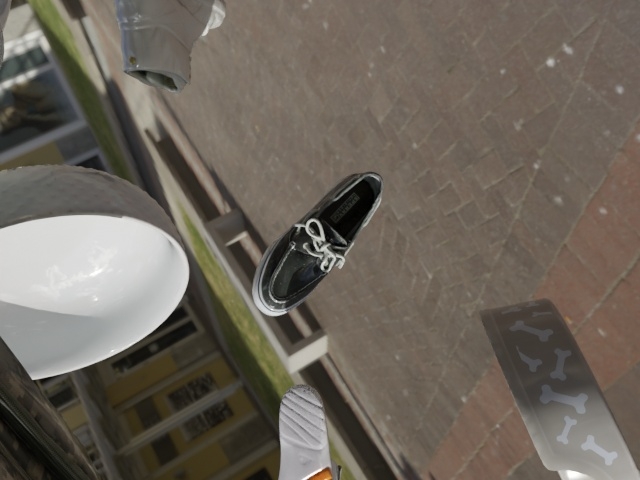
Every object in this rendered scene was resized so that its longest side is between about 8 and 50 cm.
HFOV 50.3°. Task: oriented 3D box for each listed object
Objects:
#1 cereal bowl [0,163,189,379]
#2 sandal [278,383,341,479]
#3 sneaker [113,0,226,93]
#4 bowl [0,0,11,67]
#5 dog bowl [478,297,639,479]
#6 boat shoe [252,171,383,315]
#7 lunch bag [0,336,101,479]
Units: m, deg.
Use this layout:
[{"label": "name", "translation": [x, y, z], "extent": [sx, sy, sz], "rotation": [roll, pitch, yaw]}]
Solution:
[{"label": "cereal bowl", "translation": [-0.339, 0.028, 0.821], "extent": [0.339, 0.339, 0.141], "rotation": [87, 158, -58]}, {"label": "sandal", "translation": [-0.011, 0.356, 1.088], "extent": [0.076, 0.102, 0.265], "rotation": [-4, -84, -68]}, {"label": "sneaker", "translation": [-0.237, -0.322, 1.098], "extent": [0.292, 0.108, 0.169], "rotation": [-31, -60, -68]}, {"label": "bowl", "translation": [-0.407, -0.285, 0.624], "extent": [0.298, 0.134, 0.298], "rotation": [13, 150, 8]}, {"label": "dog bowl", "translation": [0.342, 0.239, 0.960], "extent": [0.348, 0.102, 0.349], "rotation": [59, -166, -24]}, {"label": "boat shoe", "translation": [0.003, 0.003, 1.169], "extent": [0.113, 0.306, 0.105], "rotation": [47, 164, -8]}, {"label": "lunch bag", "translation": [-0.296, 0.158, 0.475], "extent": [0.256, 0.213, 0.305], "rotation": [-115, 5, -54]}]
